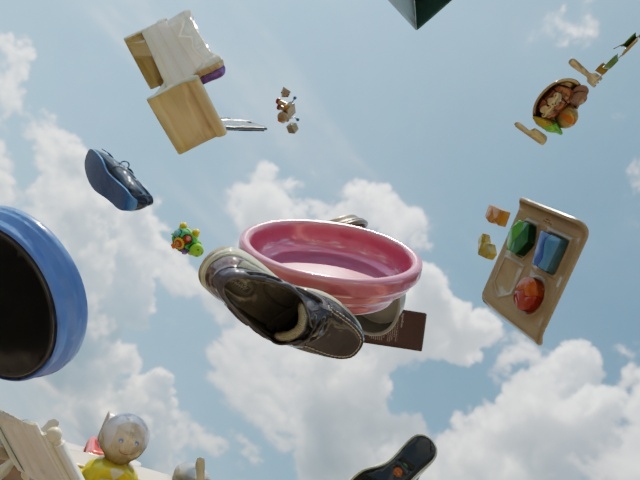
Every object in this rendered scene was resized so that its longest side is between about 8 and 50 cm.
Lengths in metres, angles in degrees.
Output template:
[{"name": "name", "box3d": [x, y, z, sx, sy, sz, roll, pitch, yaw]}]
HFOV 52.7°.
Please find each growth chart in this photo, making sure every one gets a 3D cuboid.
[{"name": "growth chart", "box3d": [-0.333, 0.266, 0.770, 0.237, 0.021, 0.172, 4, -62, 43]}]

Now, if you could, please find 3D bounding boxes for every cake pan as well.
[{"name": "cake pan", "box3d": [0.131, 0.130, 1.863, 0.293, 0.054, 0.293, 22, -58, 41]}]

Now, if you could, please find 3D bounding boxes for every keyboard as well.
[{"name": "keyboard", "box3d": [-0.240, -0.308, 1.722, 0.108, 0.180, 0.023, 28, -67, 37]}]

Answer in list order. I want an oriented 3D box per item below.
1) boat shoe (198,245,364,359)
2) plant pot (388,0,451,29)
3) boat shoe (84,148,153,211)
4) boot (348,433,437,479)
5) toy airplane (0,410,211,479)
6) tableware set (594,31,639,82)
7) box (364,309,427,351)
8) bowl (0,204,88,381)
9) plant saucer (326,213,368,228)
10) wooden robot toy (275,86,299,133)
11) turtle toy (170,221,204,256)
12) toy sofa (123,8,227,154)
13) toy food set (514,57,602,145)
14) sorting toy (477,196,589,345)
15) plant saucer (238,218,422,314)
[{"name": "boat shoe", "box3d": [-0.045, 0.108, 0.920, 0.285, 0.103, 0.092, 35, 9, -28]}, {"name": "plant pot", "box3d": [0.200, -0.653, 1.500, 0.234, 0.166, 0.165, 48, -2, 18]}, {"name": "boat shoe", "box3d": [-0.521, -0.146, 1.659, 0.258, 0.089, 0.109, 47, -58, 30]}, {"name": "boot", "box3d": [0.123, 0.505, 1.308, 0.088, 0.244, 0.176, 49, -28, 26]}, {"name": "toy airplane", "box3d": [-0.392, 0.425, 1.194, 0.384, 0.386, 0.272, 33, -77, 23]}, {"name": "tableware set", "box3d": [0.605, -0.387, 1.289, 0.024, 0.154, 0.104, 45, -4, 5]}, {"name": "box", "box3d": [0.162, 0.285, 2.221, 0.381, 0.143, 0.191, 6, -6, 5]}, {"name": "bowl", "box3d": [-0.679, 0.122, 1.384, 0.391, 0.077, 0.391, 6, -72, 21]}, {"name": "plant saucer", "box3d": [0.000, 0.000, 1.779, 0.041, 0.278, 0.278, 64, -34, 11]}, {"name": "wooden robot toy", "box3d": [-0.121, -0.405, 2.080, 0.076, 0.079, 0.173, 22, -33, 20]}, {"name": "turtle toy", "box3d": [-0.419, 0.008, 2.031, 0.130, 0.066, 0.095, 26, -63, 14]}, {"name": "toy sofa", "box3d": [-0.309, -0.367, 1.456, 0.362, 0.177, 0.150, 58, -7, 46]}, {"name": "toy food set", "box3d": [0.531, -0.296, 1.425, 0.192, 0.132, 0.038, -53, -142, 24]}, {"name": "sorting toy", "box3d": [0.365, 0.035, 1.221, 0.041, 0.229, 0.307, 13, 12, -17]}, {"name": "plant saucer", "box3d": [0.015, 0.047, 1.172, 0.332, 0.332, 0.084, 19, -70, 32]}]
